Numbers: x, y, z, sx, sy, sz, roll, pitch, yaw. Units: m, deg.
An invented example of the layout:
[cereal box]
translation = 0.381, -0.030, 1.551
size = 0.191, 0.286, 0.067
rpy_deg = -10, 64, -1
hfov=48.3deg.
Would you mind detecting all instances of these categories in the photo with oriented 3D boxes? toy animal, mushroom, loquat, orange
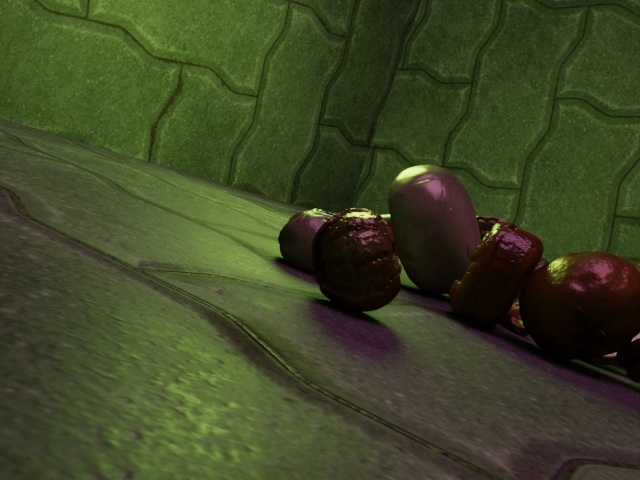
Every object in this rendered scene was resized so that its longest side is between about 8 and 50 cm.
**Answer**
[toy animal]
translation = 0.416, 0.159, 1.526
size = 0.083, 0.070, 0.159
rpy_deg = 21, 9, -12
[mushroom]
translation = 0.236, -0.036, 1.671
size = 0.356, 0.315, 0.315
rpy_deg = 16, 5, -26
[loquat]
translation = 0.474, 0.115, 1.300
size = 0.238, 0.193, 0.238
rpy_deg = -17, 12, 4
[orange]
translation = 0.051, 0.031, 1.044
size = 0.134, 0.156, 0.156
rpy_deg = -21, 2, 4

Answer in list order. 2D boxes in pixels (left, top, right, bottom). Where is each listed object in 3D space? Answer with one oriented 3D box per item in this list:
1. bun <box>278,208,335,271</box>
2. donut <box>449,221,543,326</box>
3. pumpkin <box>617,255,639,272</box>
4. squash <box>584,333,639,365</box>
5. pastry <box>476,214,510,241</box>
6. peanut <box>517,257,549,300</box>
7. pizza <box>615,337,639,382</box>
[bun]
translation = 0.000, 0.000, 1.358
size = 0.173, 0.113, 0.167
rpy_deg = 24, 6, 31
[donut]
translation = 0.341, 0.068, 1.392
size = 0.114, 0.226, 0.226
rpy_deg = 32, 8, 18
[pumpkin]
translation = 0.857, 0.178, 1.910
size = 0.291, 0.257, 0.327
rpy_deg = 31, -3, 0
[squash]
translation = 0.574, 0.166, 1.458
size = 0.219, 0.219, 0.041
rpy_deg = 22, -37, 33
[pastry]
translation = 0.468, 0.053, 2.017
size = 0.240, 0.235, 0.132
rpy_deg = 14, -9, 17
[peanut]
translation = 0.500, 0.117, 1.698
size = 0.159, 0.143, 0.291
rpy_deg = -12, -31, 41
[pizza]
translation = 0.786, 0.182, 1.182
size = 0.435, 0.080, 0.392
rpy_deg = 17, -40, -8
